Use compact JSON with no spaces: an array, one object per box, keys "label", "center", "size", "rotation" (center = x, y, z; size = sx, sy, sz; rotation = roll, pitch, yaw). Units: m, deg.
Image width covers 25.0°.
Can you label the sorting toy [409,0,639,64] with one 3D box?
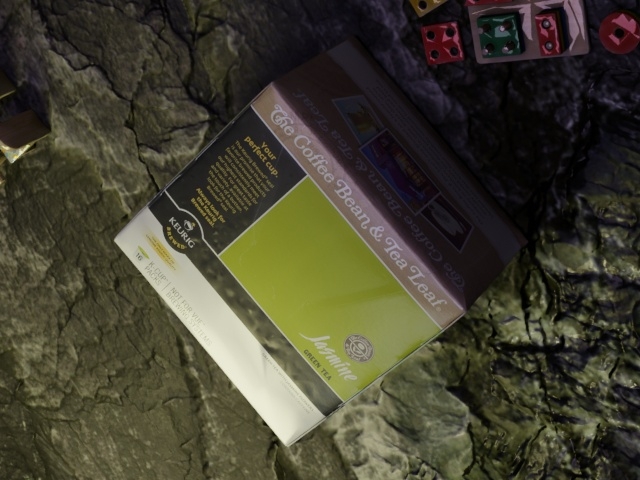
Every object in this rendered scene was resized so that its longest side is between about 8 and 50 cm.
[{"label":"sorting toy","center":[0.210,-0.259,1.581],"size":[0.274,0.046,0.132],"rotation":[-1,110,29]}]

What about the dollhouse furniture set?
[{"label":"dollhouse furniture set","center":[-0.536,-0.149,1.954],"size":[0.212,0.161,0.242],"rotation":[-39,90,34]}]

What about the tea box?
[{"label":"tea box","center":[0.000,0.000,1.699],"size":[0.329,0.220,0.323],"rotation":[50,125,0]}]
